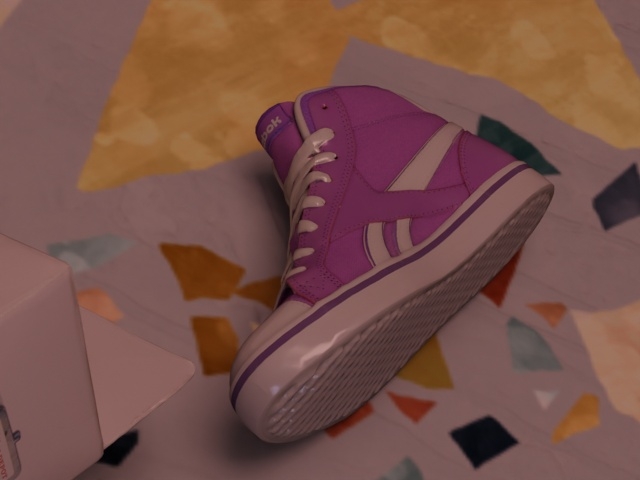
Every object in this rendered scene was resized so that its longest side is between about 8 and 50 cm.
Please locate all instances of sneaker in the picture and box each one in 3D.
[{"bbox_3d":[0.000,0.001,1.022,0.161,0.102,0.282,37,39,13],"label":"sneaker"}]

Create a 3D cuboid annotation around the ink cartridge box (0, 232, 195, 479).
[{"bbox_3d":[-0.245,0.073,0.801,0.207,0.119,0.353,22,42,33],"label":"ink cartridge box"}]
